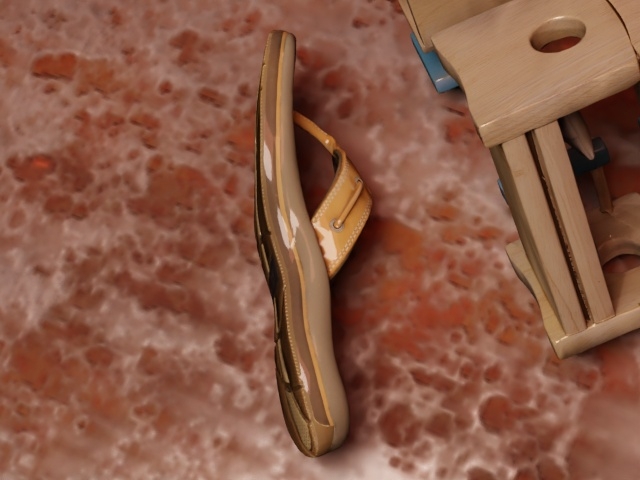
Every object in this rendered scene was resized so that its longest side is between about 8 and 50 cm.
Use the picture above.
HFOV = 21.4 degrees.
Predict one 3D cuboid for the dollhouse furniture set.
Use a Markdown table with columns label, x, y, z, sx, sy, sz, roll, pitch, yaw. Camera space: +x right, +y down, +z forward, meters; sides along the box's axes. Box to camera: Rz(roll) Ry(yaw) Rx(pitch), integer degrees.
| label | x | y | z | sx | sy | sz | roll | pitch | yaw |
| --- | --- | --- | --- | --- | --- | --- | --- | --- | --- |
| dollhouse furniture set | 0.113 | -0.077 | 0.700 | 0.129 | 0.129 | 0.183 | -23 | 40 | 2 |

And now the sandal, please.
| label | x | y | z | sx | sy | sz | roll | pitch | yaw |
| --- | --- | --- | --- | --- | --- | --- | --- | --- | --- |
| sandal | 0.000 | 0.000 | 0.708 | 0.049 | 0.072 | 0.180 | -7 | 72 | -8 |
